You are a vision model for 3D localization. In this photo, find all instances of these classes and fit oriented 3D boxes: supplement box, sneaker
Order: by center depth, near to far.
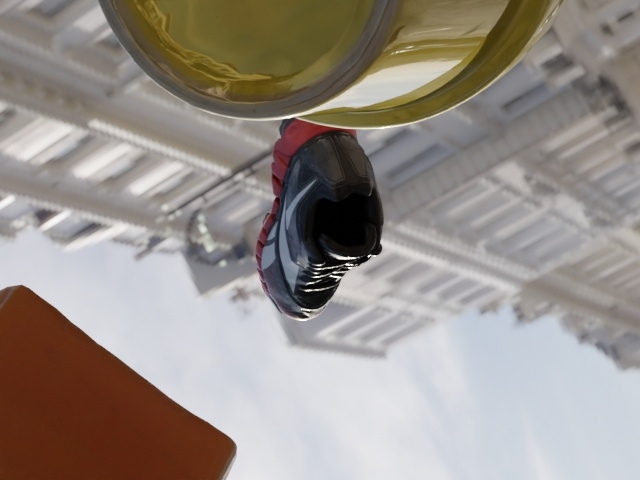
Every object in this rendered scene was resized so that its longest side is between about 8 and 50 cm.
[{"bbox_3d":[-0.122,0.117,0.392,0.078,0.233,0.080,37,-141,-8],"label":"supplement box"},{"bbox_3d":[0.000,0.000,1.418,0.276,0.097,0.135,101,148,-43],"label":"sneaker"}]

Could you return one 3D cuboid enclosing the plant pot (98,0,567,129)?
[{"bbox_3d":[0.001,-0.171,0.740,0.254,0.254,0.239,59,-153,-5],"label":"plant pot"}]
